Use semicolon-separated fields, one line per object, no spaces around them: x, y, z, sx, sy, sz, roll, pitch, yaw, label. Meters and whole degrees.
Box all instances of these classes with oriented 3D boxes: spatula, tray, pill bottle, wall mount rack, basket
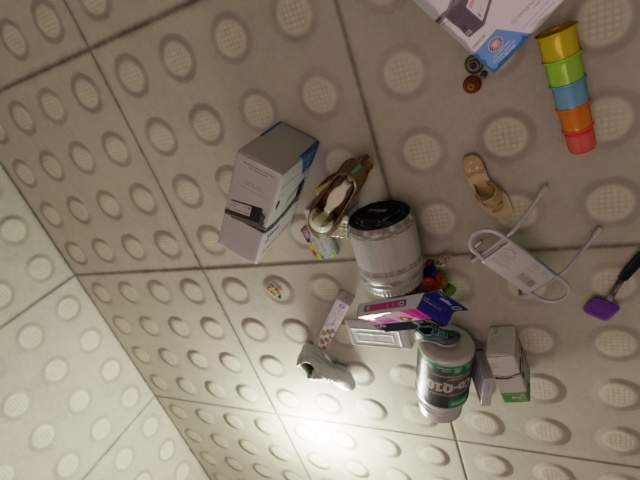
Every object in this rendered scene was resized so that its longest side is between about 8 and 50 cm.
0.893;0.137;1.338;0.084;0.030;0.296;22;129;15;spatula
0.233;0.399;1.855;0.271;0.030;0.145;-2;119;28;tray
0.468;0.513;1.699;0.205;0.204;0.360;9;125;22;pill bottle
0.632;0.021;1.330;0.350;0.130;0.304;36;134;-5;wall mount rack
0.041;-0.082;1.572;0.168;0.113;0.103;11;128;21;basket

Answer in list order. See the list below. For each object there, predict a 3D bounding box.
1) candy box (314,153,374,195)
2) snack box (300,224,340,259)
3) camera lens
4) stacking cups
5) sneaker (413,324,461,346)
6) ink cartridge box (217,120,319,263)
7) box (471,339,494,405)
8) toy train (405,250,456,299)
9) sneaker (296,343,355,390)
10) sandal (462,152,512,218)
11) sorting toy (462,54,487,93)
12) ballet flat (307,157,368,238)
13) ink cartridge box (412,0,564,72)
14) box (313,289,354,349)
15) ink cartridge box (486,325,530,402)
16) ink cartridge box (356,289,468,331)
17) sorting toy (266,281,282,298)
0.078;-0.206;1.470;0.187;0.109;0.053;-27;106;38;candy box
0.000;0.000;1.697;0.100;0.037;0.141;-15;113;33;snack box
0.219;0.019;1.478;0.220;0.219;0.274;-2;120;28;camera lens
0.610;-0.364;1.104;0.096;0.096;0.316;-9;118;32;stacking cups
0.411;0.332;1.573;0.167;0.064;0.076;2;148;15;sneaker
-0.181;-0.160;1.519;0.166;0.285;0.394;29;130;6;ink cartridge box
0.584;0.481;1.630;0.038;0.186;0.145;-4;121;5;box
0.417;0.140;1.545;0.143;0.105;0.248;38;131;-14;toy train
0.018;0.610;2.031;0.305;0.152;0.114;35;128;0;sneaker
0.487;-0.142;1.323;0.088;0.079;0.240;-25;108;37;sandal
0.410;-0.439;1.184;0.061;0.042;0.101;8;124;23;sorting toy
0.034;-0.108;1.402;0.116;0.124;0.342;38;129;1;ballet flat
0.381;-0.589;1.040;0.307;0.129;0.223;40;131;-3;ink cartridge box
0.055;0.343;1.886;0.063;0.067;0.323;28;131;7;box
0.665;0.433;1.571;0.093;0.160;0.219;-13;115;30;ink cartridge box
0.323;0.263;1.613;0.176;0.069;0.371;32;146;-31;ink cartridge box
-0.197;0.224;1.967;0.083;0.012;0.062;42;130;-4;sorting toy
